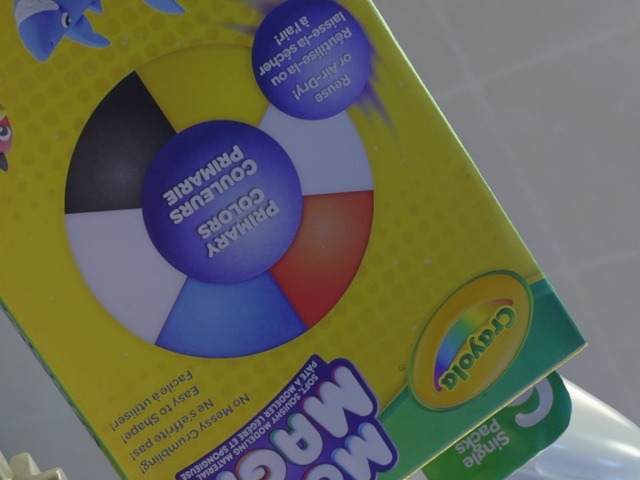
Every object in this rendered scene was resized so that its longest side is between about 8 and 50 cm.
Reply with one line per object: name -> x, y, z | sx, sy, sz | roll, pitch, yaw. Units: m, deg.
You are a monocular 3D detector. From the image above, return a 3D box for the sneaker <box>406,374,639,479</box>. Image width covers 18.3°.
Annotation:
sneaker -> 0.000, 0.000, 0.671 | 0.290, 0.106, 0.123 | 28, -80, 4

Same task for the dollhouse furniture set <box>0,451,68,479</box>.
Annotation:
dollhouse furniture set -> -0.273, 0.078, 0.690 | 0.303, 0.198, 0.286 | -19, -70, 16

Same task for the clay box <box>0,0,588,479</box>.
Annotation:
clay box -> -0.024, -0.003, 0.539 | 0.222, 0.127, 0.053 | 56, -11, -10
